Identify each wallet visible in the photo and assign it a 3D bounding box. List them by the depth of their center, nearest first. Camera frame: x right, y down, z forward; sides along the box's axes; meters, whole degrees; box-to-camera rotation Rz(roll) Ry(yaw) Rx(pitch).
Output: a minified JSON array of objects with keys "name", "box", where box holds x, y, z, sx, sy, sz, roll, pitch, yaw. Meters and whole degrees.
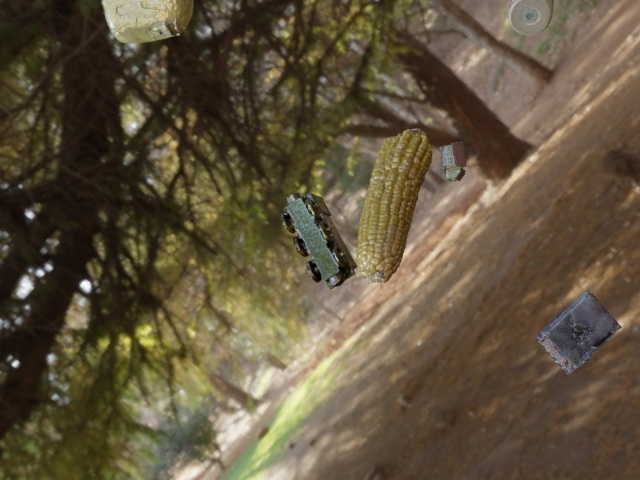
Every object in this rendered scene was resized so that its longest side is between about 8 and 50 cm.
[{"name":"wallet","box":[0.563,0.200,1.670,0.166,0.111,0.030,-38,-12,-13]}]

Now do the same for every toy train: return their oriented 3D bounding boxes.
[{"name":"toy train","box":[0.000,0.000,1.638,0.090,0.225,0.137,-31,-15,16]}]

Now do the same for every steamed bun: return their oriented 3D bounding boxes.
[{"name":"steamed bun","box":[-0.422,-0.618,1.890,0.232,0.273,0.166,-12,2,9]}]

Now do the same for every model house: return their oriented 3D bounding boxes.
[{"name":"model house","box":[0.318,-0.185,1.801,0.058,0.083,0.057,-10,-10,27]}]

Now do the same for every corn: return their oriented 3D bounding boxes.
[{"name":"corn","box":[0.126,-0.061,1.329,0.101,0.101,0.291,121,165,-66]}]

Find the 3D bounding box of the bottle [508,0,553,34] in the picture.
[{"name":"bottle","box":[0.481,-0.561,1.756,0.209,0.110,0.097,-70,-26,-46]}]
